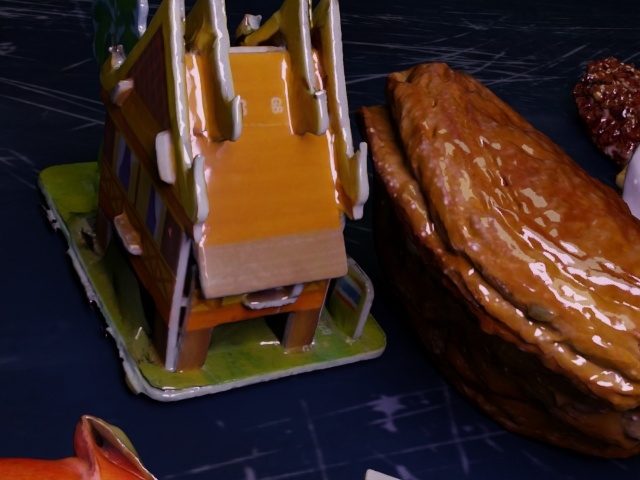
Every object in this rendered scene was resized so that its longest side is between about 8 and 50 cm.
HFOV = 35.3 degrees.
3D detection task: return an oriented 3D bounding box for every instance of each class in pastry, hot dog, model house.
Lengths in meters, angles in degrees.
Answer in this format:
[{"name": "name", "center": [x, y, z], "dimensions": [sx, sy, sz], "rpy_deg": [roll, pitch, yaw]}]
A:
[{"name": "pastry", "center": [0.407, -0.157, 1.316], "dimensions": [0.115, 0.097, 0.208], "rpy_deg": [4, 37, -28]}, {"name": "hot dog", "center": [0.155, 0.021, 0.803], "dimensions": [0.174, 0.267, 0.387], "rpy_deg": [-37, 64, -15]}, {"name": "model house", "center": [-0.082, -0.101, 0.859], "dimensions": [0.242, 0.313, 0.358], "rpy_deg": [-5, 39, -30]}]

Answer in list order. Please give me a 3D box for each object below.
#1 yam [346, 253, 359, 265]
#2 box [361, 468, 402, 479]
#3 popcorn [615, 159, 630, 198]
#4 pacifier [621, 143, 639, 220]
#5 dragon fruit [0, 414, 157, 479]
[{"name": "yam", "center": [0.000, 0.000, 1.001], "dimensions": [0.021, 0.021, 0.116], "rpy_deg": [-16, 45, -38]}, {"name": "box", "center": [0.098, 0.279, 0.555], "dimensions": [0.225, 0.117, 0.225], "rpy_deg": [20, 34, -3]}, {"name": "popcorn", "center": [0.438, -0.037, 1.132], "dimensions": [0.163, 0.140, 0.194], "rpy_deg": [-18, 49, -32]}, {"name": "pacifier", "center": [0.314, -0.011, 0.985], "dimensions": [0.278, 0.207, 0.227], "rpy_deg": [12, 20, -6]}, {"name": "dragon fruit", "center": [-0.119, 0.206, 0.495], "dimensions": [0.227, 0.224, 0.224], "rpy_deg": [25, 35, 9]}]
